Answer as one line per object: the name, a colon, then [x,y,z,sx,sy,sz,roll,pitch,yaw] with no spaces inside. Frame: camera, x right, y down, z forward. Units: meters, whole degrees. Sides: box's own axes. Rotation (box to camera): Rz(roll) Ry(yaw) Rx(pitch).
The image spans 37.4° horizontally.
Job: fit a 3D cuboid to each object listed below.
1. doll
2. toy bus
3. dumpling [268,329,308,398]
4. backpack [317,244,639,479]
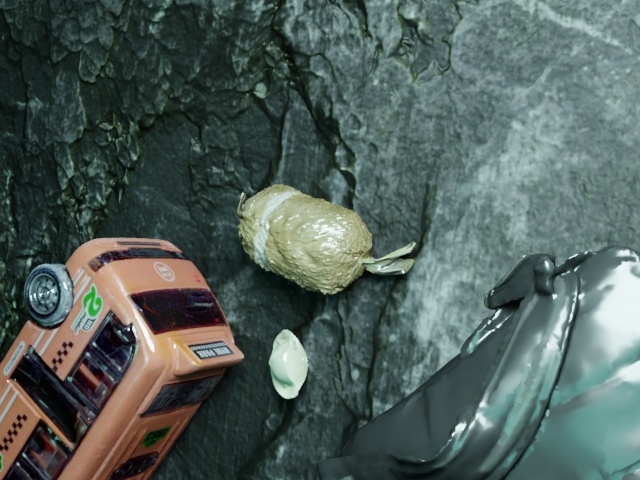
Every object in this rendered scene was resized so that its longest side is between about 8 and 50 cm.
doll: [0.000,0.007,1.093,0.221,0.115,0.105,24,89,24]
toy bus: [-0.295,0.211,1.202,0.233,0.203,0.427,43,109,22]
dumpling: [-0.043,0.150,1.142,0.059,0.043,0.077,-25,89,45]
backpack: [0.204,0.228,0.865,0.446,0.255,0.363,-40,61,26]
